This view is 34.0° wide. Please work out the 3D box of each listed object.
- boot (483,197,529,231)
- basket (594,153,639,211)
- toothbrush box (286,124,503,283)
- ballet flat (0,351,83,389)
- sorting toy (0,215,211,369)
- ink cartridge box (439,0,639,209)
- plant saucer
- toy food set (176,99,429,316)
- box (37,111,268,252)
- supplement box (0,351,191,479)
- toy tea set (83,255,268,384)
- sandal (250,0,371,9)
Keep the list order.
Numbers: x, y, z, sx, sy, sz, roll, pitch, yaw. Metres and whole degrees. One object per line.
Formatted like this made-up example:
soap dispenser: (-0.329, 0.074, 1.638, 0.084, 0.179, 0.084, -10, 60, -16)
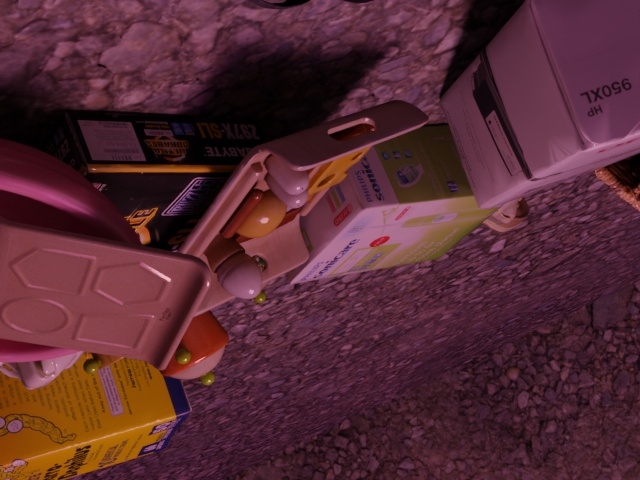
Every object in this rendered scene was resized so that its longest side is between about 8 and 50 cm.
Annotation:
boot: (0.318, -0.090, 1.674, 0.165, 0.077, 0.213, -37, 154, 30)
basket: (0.538, -0.166, 1.506, 0.223, 0.214, 0.299, -5, 154, -43)
toothbrush box: (0.096, -0.054, 1.451, 0.283, 0.122, 0.206, -6, 155, -36)
ballet flat: (-0.424, 0.144, 1.376, 0.400, 0.139, 0.139, -4, 153, -44)
sorting toy: (-0.227, 0.049, 1.006, 0.208, 0.038, 0.193, 15, 140, -15)
ink cartridge box: (0.327, -0.179, 1.172, 0.285, 0.166, 0.395, -20, 176, -8)
plant saucer: (-0.337, 0.007, 1.039, 0.332, 0.084, 0.332, -1, 143, -1)
toy food set: (-0.025, -0.032, 1.197, 0.219, 0.092, 0.306, -25, 164, -42)
box: (-0.239, -0.027, 1.213, 0.257, 0.079, 0.322, -6, 154, -45)
supplement box: (-0.406, 0.248, 1.573, 0.356, 0.195, 0.194, -13, 158, -26)
toy tea set: (-0.151, 0.104, 1.401, 0.200, 0.124, 0.336, -23, -172, 41)
sandal: (-0.014, -0.242, 0.924, 0.254, 0.054, 0.097, -7, 155, -38)
